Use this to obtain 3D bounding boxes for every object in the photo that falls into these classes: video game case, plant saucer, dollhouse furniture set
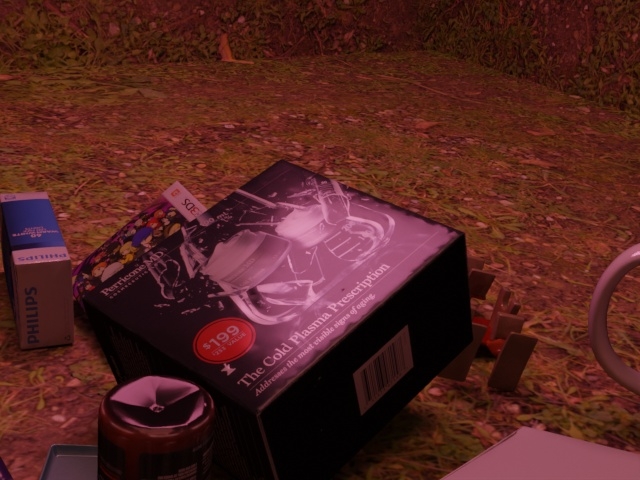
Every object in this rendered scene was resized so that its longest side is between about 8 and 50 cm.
[{"bbox_3d":[-0.243,0.037,1.301,0.232,0.042,0.210,-41,42,-8],"label":"video game case"},{"bbox_3d":[-0.267,0.276,0.938,0.067,0.018,0.192,4,24,-6],"label":"plant saucer"},{"bbox_3d":[0.157,0.116,1.332,0.259,0.135,0.262,13,21,-13],"label":"dollhouse furniture set"}]

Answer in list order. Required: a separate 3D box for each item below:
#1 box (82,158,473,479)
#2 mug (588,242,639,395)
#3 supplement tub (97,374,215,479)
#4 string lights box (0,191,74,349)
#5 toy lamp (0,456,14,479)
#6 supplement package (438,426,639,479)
[{"bbox_3d":[-0.044,0.094,1.087,0.312,0.179,0.343,24,49,38],"label":"box"},{"bbox_3d":[0.524,0.117,1.110,0.374,0.328,0.276,12,23,15],"label":"mug"},{"bbox_3d":[-0.155,0.232,0.836,0.106,0.198,0.106,6,22,-3],"label":"supplement tub"},{"bbox_3d":[-0.419,0.036,1.317,0.076,0.133,0.260,-5,26,-23],"label":"string lights box"},{"bbox_3d":[-0.420,0.218,0.965,0.274,0.080,0.080,21,27,37],"label":"toy lamp"},{"bbox_3d":[0.206,0.285,0.781,0.204,0.145,0.261,7,12,38],"label":"supplement package"}]
